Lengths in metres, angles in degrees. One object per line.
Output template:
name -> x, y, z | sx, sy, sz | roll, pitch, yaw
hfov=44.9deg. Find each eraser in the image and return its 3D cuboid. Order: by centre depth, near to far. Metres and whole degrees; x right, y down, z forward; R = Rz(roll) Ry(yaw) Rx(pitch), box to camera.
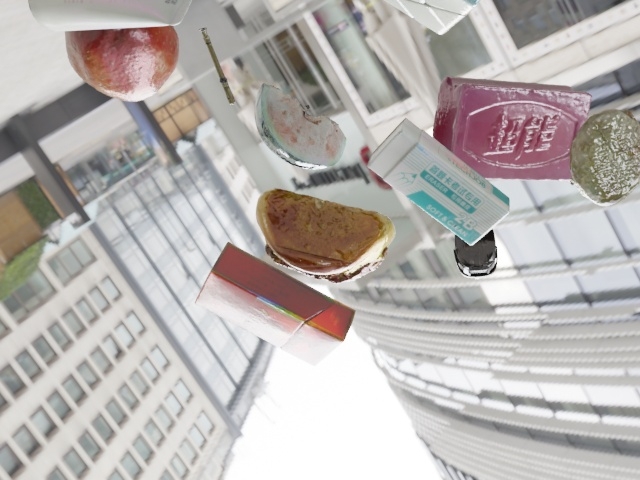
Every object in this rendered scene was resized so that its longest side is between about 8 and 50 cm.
eraser -> 0.193, -0.092, 1.256 | 0.095, 0.225, 0.052 | -47, -168, 36

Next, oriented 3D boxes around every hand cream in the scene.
hand cream -> -0.385, -0.463, 1.473 | 0.359, 0.118, 0.185 | 6, -128, 22

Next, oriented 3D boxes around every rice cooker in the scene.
rice cooker -> 0.401, 0.021, 2.008 | 0.112, 0.165, 0.106 | -4, 163, 8

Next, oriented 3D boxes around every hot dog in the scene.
hot dog -> 0.000, 0.000, 2.212 | 0.185, 0.405, 0.223 | 71, 33, -75

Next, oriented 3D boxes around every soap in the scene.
soap -> 0.455, -0.264, 1.869 | 0.360, 0.233, 0.128 | 0, -160, -19

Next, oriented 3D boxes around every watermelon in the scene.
watermelon -> -0.086, -0.290, 2.245 | 0.175, 0.322, 0.188 | -25, -137, 55

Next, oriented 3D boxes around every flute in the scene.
flute -> -0.298, -0.505, 2.250 | 0.027, 0.233, 0.027 | -19, -162, 7

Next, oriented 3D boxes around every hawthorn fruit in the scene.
hawthorn fruit -> -0.500, -0.520, 1.923 | 0.285, 0.284, 0.369 | -36, 167, -17

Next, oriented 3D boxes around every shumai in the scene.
shumai -> 0.578, -0.174, 1.598 | 0.201, 0.201, 0.120 | -35, -160, -13

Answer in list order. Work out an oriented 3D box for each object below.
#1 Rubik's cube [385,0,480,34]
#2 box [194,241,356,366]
Rubik's cube -> 0.256, -0.697, 1.731 | 0.316, 0.322, 0.319 | -59, -174, 0
box -> -0.103, 0.145, 1.678 | 0.089, 0.313, 0.197 | -65, -174, -31
